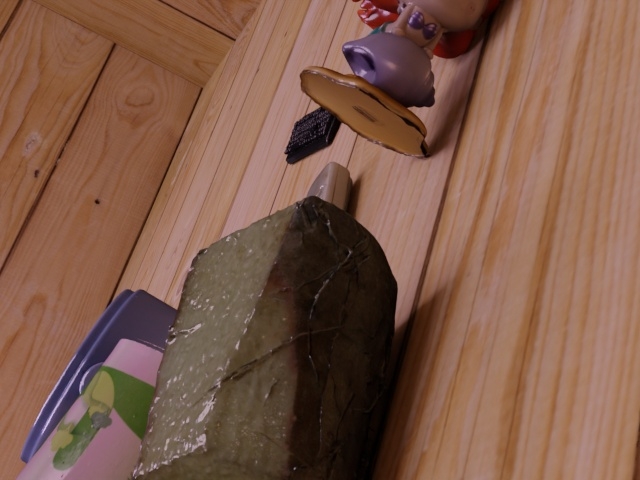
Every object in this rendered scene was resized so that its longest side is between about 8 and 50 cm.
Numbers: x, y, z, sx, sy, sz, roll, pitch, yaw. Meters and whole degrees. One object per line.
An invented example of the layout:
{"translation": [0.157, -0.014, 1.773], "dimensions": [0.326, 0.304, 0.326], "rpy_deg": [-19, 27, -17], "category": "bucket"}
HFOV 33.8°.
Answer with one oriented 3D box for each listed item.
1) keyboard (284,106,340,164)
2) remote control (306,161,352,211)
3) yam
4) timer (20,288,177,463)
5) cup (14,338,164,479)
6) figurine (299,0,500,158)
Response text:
{"translation": [-0.010, -0.183, 1.730], "dimensions": [0.093, 0.025, 0.230], "rpy_deg": [-69, 15, -11], "category": "keyboard"}
{"translation": [-0.001, 0.000, 1.325], "dimensions": [0.090, 0.049, 0.230], "rpy_deg": [-49, 20, 43], "category": "remote control"}
{"translation": [-0.038, 0.138, 0.928], "dimensions": [0.202, 0.201, 0.271], "rpy_deg": [-23, 35, 39], "category": "yam"}
{"translation": [-0.350, 0.269, 1.807], "dimensions": [0.395, 0.173, 0.395], "rpy_deg": [-58, 1, 2], "category": "timer"}
{"translation": [-0.243, 0.288, 1.350], "dimensions": [0.274, 0.253, 0.253], "rpy_deg": [-59, 12, -18], "category": "cup"}
{"translation": [0.099, -0.245, 1.167], "dimensions": [0.257, 0.181, 0.208], "rpy_deg": [-59, -16, -10], "category": "figurine"}
